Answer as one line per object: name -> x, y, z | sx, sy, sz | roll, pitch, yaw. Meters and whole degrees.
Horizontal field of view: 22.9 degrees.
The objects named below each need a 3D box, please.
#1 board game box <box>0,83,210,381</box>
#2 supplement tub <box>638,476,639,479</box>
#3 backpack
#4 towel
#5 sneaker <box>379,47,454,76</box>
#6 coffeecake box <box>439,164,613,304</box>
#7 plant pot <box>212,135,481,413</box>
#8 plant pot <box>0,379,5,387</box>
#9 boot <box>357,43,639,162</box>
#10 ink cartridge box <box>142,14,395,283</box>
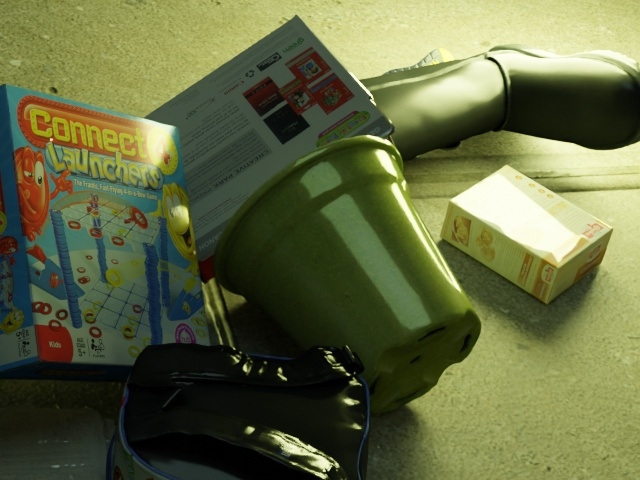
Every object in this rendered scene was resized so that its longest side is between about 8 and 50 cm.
board game box -> -0.262, 0.003, 1.773 | 0.308, 0.086, 0.302 | 9, 68, -58
supplement tub -> 0.420, 0.298, 1.823 | 0.107, 0.071, 0.071 | 18, 38, 8
backpack -> -0.093, 0.228, 1.671 | 0.263, 0.213, 0.276 | 19, 31, -9
towel -> -0.349, 0.259, 1.699 | 0.282, 0.049, 0.187 | -3, 39, -17
sneaker -> 0.141, -0.246, 2.459 | 0.144, 0.059, 0.053 | -25, 79, -16
coffeecake box -> 0.284, -0.011, 2.179 | 0.185, 0.068, 0.142 | 33, 42, 26
plant pot -> 0.052, 0.059, 1.908 | 0.276, 0.276, 0.254 | -19, 58, -33
plant pot -> -0.482, 0.022, 1.766 | 0.275, 0.293, 0.274 | 7, 38, -5
boot -> 0.198, -0.176, 2.251 | 0.445, 0.146, 0.367 | -13, 16, -32
ink cartridge box -> -0.074, -0.101, 2.050 | 0.309, 0.130, 0.272 | -34, 50, -4
